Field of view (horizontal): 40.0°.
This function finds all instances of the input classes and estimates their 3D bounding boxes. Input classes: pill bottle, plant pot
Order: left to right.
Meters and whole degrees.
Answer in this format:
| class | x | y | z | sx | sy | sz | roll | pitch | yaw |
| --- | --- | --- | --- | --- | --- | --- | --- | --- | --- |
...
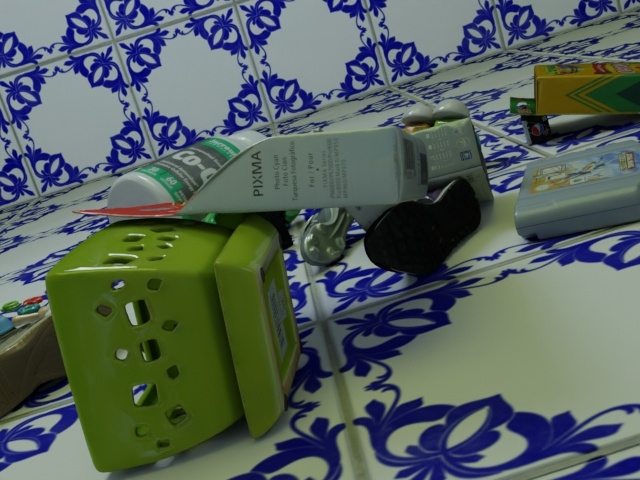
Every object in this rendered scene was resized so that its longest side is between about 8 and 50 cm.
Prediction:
| class | x | y | z | sx | sy | sz | roll | pitch | yaw |
| --- | --- | --- | --- | --- | --- | --- | --- | --- | --- |
| plant pot | -0.141 | 0.095 | 0.968 | 0.207 | 0.228 | 0.227 | -8 | 15 | 8 |
| pill bottle | -0.247 | -0.098 | 1.835 | 0.204 | 0.204 | 0.361 | -5 | 19 | 40 |

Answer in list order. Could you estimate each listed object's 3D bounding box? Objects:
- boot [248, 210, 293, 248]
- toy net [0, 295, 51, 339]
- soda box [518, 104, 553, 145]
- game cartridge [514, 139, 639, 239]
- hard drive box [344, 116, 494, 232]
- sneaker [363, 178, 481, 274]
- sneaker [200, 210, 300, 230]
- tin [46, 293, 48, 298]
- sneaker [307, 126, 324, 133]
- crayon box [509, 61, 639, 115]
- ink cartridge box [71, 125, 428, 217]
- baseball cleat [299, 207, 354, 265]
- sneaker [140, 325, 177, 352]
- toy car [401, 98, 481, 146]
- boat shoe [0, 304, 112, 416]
| class | x | y | z | sx | sy | sz | roll | pitch | yaw |
| --- | --- | --- | --- | --- | --- | --- | --- | --- | --- |
| boot | -0.112 | -0.022 | 1.599 | 0.121 | 0.099 | 0.045 | -21 | 17 | -11 |
| toy net | -0.512 | 0.137 | 1.598 | 0.232 | 0.045 | 0.122 | -9 | 15 | 24 |
| soda box | 0.456 | -0.252 | 1.870 | 0.053 | 0.060 | 0.169 | -16 | 14 | 15 |
| game cartridge | 0.403 | -0.084 | 1.326 | 0.198 | 0.062 | 0.297 | -16 | 14 | 21 |
| hard drive box | 0.155 | -0.102 | 1.450 | 0.232 | 0.089 | 0.181 | -14 | -19 | 12 |
| sneaker | 0.126 | -0.006 | 1.301 | 0.124 | 0.107 | 0.283 | -16 | 4 | 37 |
| sneaker | -0.116 | -0.058 | 1.689 | 0.295 | 0.109 | 0.123 | -39 | 0 | -36 |
| tin | -0.466 | 0.089 | 1.733 | 0.106 | 0.040 | 0.190 | -19 | 14 | 11 |
| sneaker | -0.051 | -0.192 | 2.150 | 0.169 | 0.108 | 0.292 | -31 | -4 | 11 |
| crayon box | 0.547 | -0.311 | 1.794 | 0.318 | 0.081 | 0.202 | 0 | 18 | 11 |
| ink cartridge box | -0.069 | -0.083 | 1.108 | 0.385 | 0.091 | 0.308 | -1 | 4 | 12 |
| baseball cleat | 0.000 | 0.000 | 1.486 | 0.109 | 0.072 | 0.206 | -39 | 7 | 35 |
| sneaker | -0.171 | 0.102 | 1.275 | 0.192 | 0.064 | 0.086 | -21 | 19 | -1 |
| toy car | 0.245 | -0.191 | 1.785 | 0.136 | 0.159 | 0.182 | 19 | -15 | -42 |
| boat shoe | -0.416 | 0.164 | 1.267 | 0.092 | 0.103 | 0.285 | 4 | 31 | 44 |
